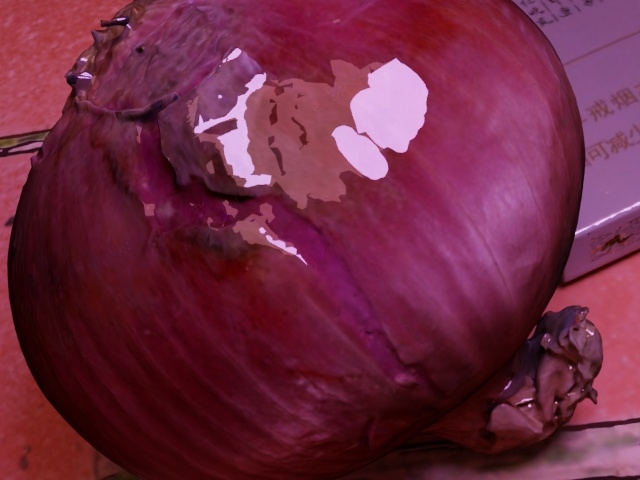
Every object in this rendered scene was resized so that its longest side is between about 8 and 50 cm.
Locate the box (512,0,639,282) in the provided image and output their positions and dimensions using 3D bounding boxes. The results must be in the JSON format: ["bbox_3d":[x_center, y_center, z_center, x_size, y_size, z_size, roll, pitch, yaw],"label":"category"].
[{"bbox_3d":[0.176,-0.147,0.939,0.205,0.051,0.365,-24,50,-4],"label":"box"}]

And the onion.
[{"bbox_3d":[-0.012,-0.029,0.738,0.354,0.353,0.353,-9,51,11],"label":"onion"}]
